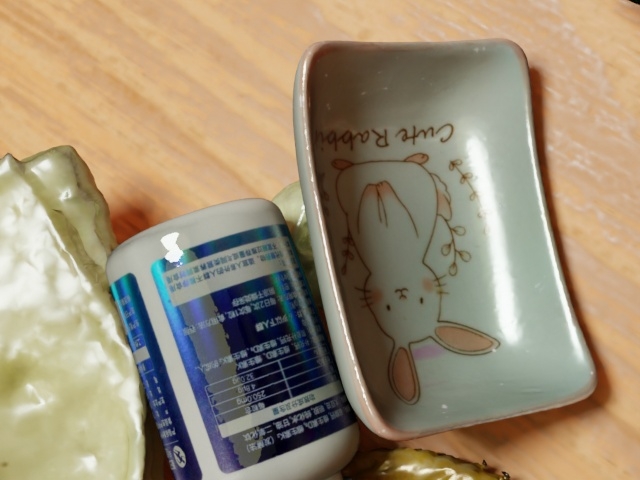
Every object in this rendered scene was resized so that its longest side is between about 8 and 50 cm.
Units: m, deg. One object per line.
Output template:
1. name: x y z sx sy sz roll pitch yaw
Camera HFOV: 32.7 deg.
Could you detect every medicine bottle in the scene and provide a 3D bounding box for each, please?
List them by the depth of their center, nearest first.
1. medicine bottle: -0.042 0.081 0.607 0.107 0.107 0.191 -22 84 18

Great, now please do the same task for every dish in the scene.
1. dish: 0.056 -0.002 0.609 0.077 0.151 0.212 -26 73 60

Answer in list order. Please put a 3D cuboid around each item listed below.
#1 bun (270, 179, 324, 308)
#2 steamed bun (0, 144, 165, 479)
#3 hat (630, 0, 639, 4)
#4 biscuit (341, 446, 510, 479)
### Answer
1. bun: 0.000 0.000 0.662 0.086 0.055 0.086 -2 86 21
2. steamed bun: -0.208 0.180 0.683 0.247 0.189 0.428 -12 81 -9
3. hat: 0.211 -0.228 0.452 0.274 0.332 0.242 -3 86 19
4. biscuit: 0.051 0.245 0.632 0.254 0.035 0.254 -2 84 20
